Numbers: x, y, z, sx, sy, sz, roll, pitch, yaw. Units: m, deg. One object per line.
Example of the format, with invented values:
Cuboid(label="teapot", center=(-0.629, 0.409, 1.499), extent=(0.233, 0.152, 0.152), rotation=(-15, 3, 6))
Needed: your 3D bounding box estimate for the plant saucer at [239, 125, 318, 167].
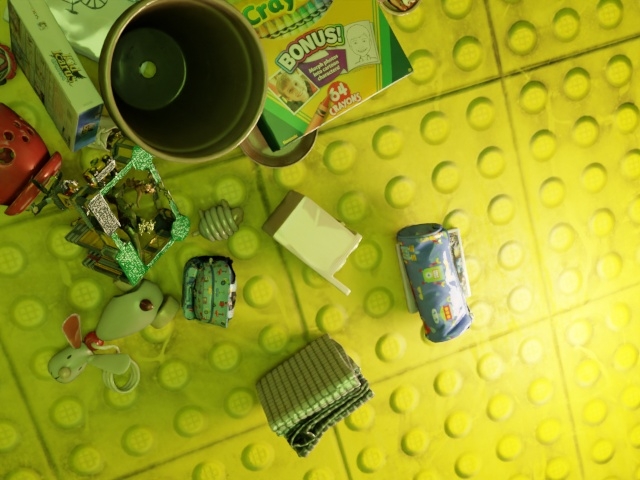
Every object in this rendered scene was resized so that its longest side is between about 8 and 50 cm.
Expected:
Cuboid(label="plant saucer", center=(-0.105, -0.268, 1.647), extent=(0.199, 0.036, 0.198), rotation=(-2, 100, -13))

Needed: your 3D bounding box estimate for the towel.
Cuboid(label="towel", center=(-0.015, 0.356, 1.653), extent=(0.235, 0.284, 0.121), rotation=(-33, 107, -6))

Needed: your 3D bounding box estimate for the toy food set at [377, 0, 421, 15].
Cuboid(label="toy food set", center=(0.186, -0.597, 1.662), extent=(0.132, 0.038, 0.192), rotation=(43, 88, -17))

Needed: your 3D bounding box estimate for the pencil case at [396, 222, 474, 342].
Cuboid(label="pencil case", center=(0.287, 0.102, 1.747), extent=(0.133, 0.119, 0.306), rotation=(-16, 104, 13))

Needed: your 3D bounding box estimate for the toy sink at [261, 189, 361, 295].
Cuboid(label="toy sink", center=(0.000, 0.000, 1.662), extent=(0.234, 0.153, 0.131), rotation=(39, 88, -17))

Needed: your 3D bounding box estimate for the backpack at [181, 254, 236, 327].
Cuboid(label="backpack", center=(-0.251, 0.119, 1.606), extent=(0.117, 0.173, 0.158), rotation=(4, 100, -15))

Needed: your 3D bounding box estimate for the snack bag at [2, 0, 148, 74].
Cuboid(label="snack bag", center=(-0.471, -0.554, 1.501), extent=(0.323, 0.037, 0.342), rotation=(24, 93, -18))

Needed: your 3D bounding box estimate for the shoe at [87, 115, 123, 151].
Cuboid(label="shoe", center=(-0.443, -0.229, 1.553), extent=(0.219, 0.058, 0.076), rotation=(9, 97, -16))

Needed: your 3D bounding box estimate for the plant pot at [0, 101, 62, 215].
Cuboid(label="plant pot", center=(-0.645, -0.157, 1.447), extent=(0.174, 0.191, 0.191), rotation=(41, 88, -20))

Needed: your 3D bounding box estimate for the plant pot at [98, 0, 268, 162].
Cuboid(label="plant pot", center=(-0.308, -0.338, 1.433), extent=(0.323, 0.280, 0.323), rotation=(-10, 111, -28))

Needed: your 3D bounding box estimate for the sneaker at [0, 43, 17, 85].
Cuboid(label="sneaker", center=(-0.773, -0.347, 1.406), extent=(0.299, 0.112, 0.121), rotation=(-11, 104, 1))

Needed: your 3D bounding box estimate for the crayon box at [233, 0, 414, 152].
Cuboid(label="crayon box", center=(-0.025, -0.422, 1.576), extent=(0.363, 0.106, 0.313), rotation=(-32, 99, -12))

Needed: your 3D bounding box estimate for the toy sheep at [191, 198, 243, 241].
Cuboid(label="toy sheep", center=(-0.237, -0.041, 1.630), extent=(0.132, 0.091, 0.091), rotation=(-25, 105, 5))

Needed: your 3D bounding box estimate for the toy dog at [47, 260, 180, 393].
Cuboid(label="toy dog", center=(-0.458, 0.204, 1.573), extent=(0.220, 0.161, 0.333), rotation=(26, 92, -17))

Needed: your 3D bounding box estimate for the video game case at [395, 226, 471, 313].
Cuboid(label="video game case", center=(0.292, 0.077, 1.820), extent=(0.173, 0.022, 0.190), rotation=(-15, 103, -11))

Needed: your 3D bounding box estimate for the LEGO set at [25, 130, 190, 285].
Cuboid(label="LEGO set", center=(-0.450, -0.073, 1.509), extent=(0.255, 0.192, 0.331), rotation=(-59, 148, -24))

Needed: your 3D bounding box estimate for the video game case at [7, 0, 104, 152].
Cuboid(label="video game case", center=(-0.519, -0.323, 1.384), extent=(0.061, 0.269, 0.244), rotation=(-33, 94, -23))
